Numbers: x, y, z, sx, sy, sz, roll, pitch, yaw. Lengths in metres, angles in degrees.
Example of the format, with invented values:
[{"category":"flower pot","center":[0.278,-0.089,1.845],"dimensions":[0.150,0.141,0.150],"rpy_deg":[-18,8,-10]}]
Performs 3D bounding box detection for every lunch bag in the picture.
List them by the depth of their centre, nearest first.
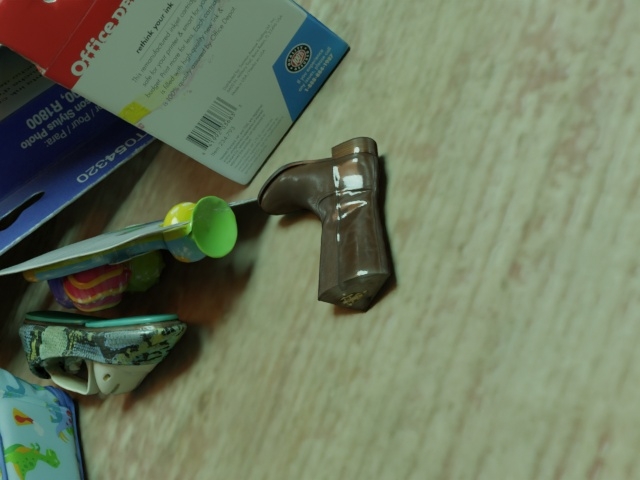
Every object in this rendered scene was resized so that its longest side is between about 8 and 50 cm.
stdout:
[{"category":"lunch bag","center":[-0.252,0.214,0.831],"dimensions":[0.176,0.090,0.219],"rpy_deg":[-46,40,16]}]

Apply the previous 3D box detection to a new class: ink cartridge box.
[{"category":"ink cartridge box","center":[-0.111,-0.151,0.788],"dimensions":[0.134,0.231,0.078],"rpy_deg":[-52,39,10]},{"category":"ink cartridge box","center":[-0.340,-0.073,1.023],"dimensions":[0.324,0.071,0.330],"rpy_deg":[-39,33,-17]}]

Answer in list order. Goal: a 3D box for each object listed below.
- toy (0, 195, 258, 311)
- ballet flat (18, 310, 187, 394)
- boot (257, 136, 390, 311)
[{"category":"toy","center":[-0.152,0.019,0.841],"dimensions":[0.237,0.137,0.056],"rpy_deg":[-17,93,43]},{"category":"ballet flat","center":[-0.162,0.085,0.847],"dimensions":[0.188,0.070,0.070],"rpy_deg":[-3,65,49]},{"category":"boot","center":[0.000,0.000,0.733],"dimensions":[0.106,0.037,0.114],"rpy_deg":[-29,53,37]}]
